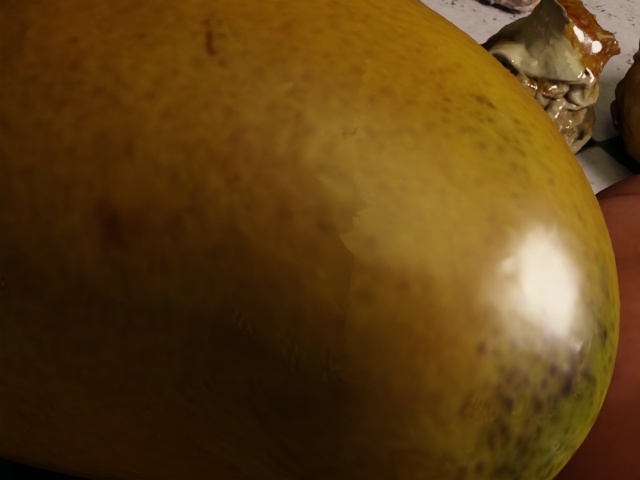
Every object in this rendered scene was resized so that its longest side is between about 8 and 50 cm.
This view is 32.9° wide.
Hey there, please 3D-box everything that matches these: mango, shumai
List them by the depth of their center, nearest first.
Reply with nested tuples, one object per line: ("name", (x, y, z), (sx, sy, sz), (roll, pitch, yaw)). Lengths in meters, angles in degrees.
("mango", (-0.052, -0.011, 0.467), (0.378, 0.221, 0.264), (21, 54, 31))
("shumai", (0.167, -0.139, 0.848), (0.146, 0.116, 0.145), (11, 39, -9))

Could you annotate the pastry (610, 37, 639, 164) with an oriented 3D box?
("pastry", (0.382, -0.080, 0.839), (0.255, 0.161, 0.311), (-8, 45, -29))

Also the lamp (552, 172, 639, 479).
("lamp", (0.220, 0.076, 0.508), (0.306, 0.239, 0.305), (9, 39, -8))

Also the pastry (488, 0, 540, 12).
("pastry", (0.130, -0.312, 1.056), (0.265, 0.112, 0.103), (36, 48, 9))
